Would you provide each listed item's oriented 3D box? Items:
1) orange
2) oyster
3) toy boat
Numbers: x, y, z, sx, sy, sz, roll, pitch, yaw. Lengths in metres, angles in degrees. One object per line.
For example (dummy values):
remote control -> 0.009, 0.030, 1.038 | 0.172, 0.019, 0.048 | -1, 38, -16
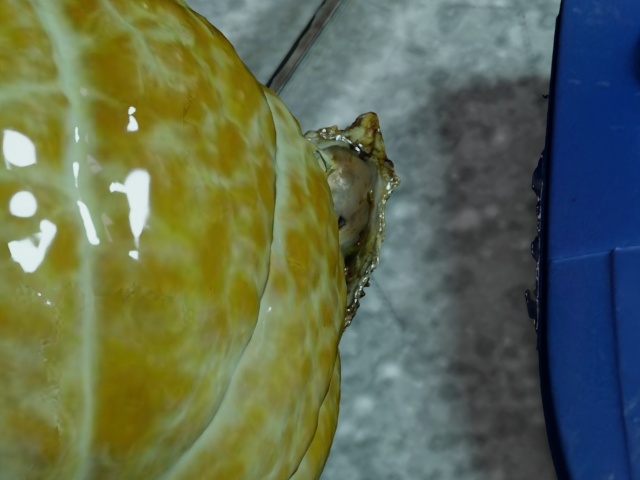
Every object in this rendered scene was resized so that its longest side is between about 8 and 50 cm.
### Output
orange -> -0.142, 0.046, 0.713 | 0.329, 0.329, 0.249 | -28, 53, -9
oyster -> 0.000, 0.001, 0.890 | 0.132, 0.029, 0.086 | -40, 71, -18
toy boat -> 0.150, 0.027, 0.828 | 0.129, 0.088, 0.295 | -8, 67, 33
